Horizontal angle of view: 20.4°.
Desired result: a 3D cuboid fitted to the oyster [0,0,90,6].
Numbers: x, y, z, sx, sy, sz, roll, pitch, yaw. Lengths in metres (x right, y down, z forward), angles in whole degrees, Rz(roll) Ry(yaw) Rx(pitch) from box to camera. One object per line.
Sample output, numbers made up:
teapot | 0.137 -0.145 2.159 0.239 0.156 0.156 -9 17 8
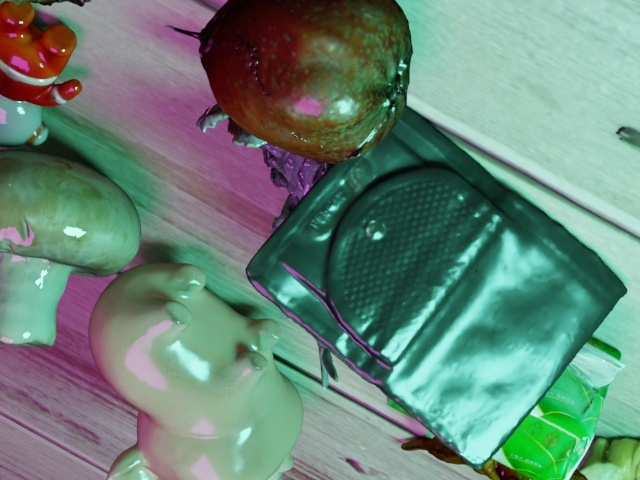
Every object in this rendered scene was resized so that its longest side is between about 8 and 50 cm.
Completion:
oyster | -0.267 -0.310 1.708 0.361 0.096 0.221 -6 127 39

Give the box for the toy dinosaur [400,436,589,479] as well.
toy dinosaur | 0.189 0.219 2.034 0.432 0.097 0.208 25 153 56

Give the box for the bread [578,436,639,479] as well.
bread | 0.381 0.322 2.071 0.183 0.224 0.211 21 105 24

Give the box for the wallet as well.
wallet | 0.118 0.041 1.770 0.323 0.247 0.041 40 178 -13

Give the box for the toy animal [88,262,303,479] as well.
toy animal | -0.157 0.177 2.182 0.326 0.237 0.269 44 136 -12

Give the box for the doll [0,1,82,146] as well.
doll | -0.341 -0.171 1.967 0.142 0.076 0.245 33 144 -3

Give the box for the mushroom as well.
mushroom | -0.333 0.014 2.045 0.243 0.243 0.243 20 146 14

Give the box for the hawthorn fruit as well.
hawthorn fruit | -0.030 -0.173 1.636 0.235 0.181 0.181 22 147 12

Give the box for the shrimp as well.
shrimp | 0.003 0.000 1.866 0.221 0.166 0.410 9 130 38

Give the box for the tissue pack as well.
tissue pack | 0.204 0.129 1.876 0.209 0.148 0.156 27 132 4
